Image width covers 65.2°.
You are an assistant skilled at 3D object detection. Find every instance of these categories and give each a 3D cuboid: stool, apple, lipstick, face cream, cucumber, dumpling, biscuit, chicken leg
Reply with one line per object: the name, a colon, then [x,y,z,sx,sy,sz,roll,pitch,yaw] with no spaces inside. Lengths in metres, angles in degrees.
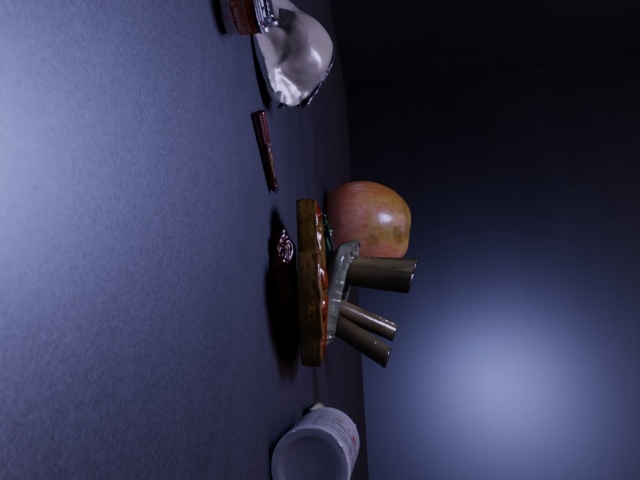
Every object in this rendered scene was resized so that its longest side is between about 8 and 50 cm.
stool: [0.125,0.173,1.421,0.310,0.226,0.310,-27,134,-74]
apple: [0.190,-0.060,1.984,0.364,0.365,0.363,-5,90,-82]
lipstick: [-0.111,-0.181,1.039,0.027,0.027,0.176,-82,165,-58]
face cream: [0.009,0.430,1.054,0.369,0.146,0.145,51,34,-77]
cucumber: [-0.019,0.432,1.238,0.107,0.035,0.067,61,35,-58]
dumpling: [-0.056,-0.440,1.141,0.204,0.164,0.292,80,20,-54]
biscuit: [-0.022,0.096,1.131,0.359,0.075,0.380,-104,-164,-72]
chicken leg: [-0.073,0.079,1.048,0.089,0.049,0.218,21,63,-77]

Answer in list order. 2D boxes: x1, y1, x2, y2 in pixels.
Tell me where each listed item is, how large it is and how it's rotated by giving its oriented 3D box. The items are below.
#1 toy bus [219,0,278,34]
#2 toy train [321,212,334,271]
toy bus: [-0.127,-0.409,0.891,0.174,0.077,0.079,-80,163,-60]
toy train: [0.001,0.000,1.532,0.132,0.083,0.200,-103,-179,-54]
